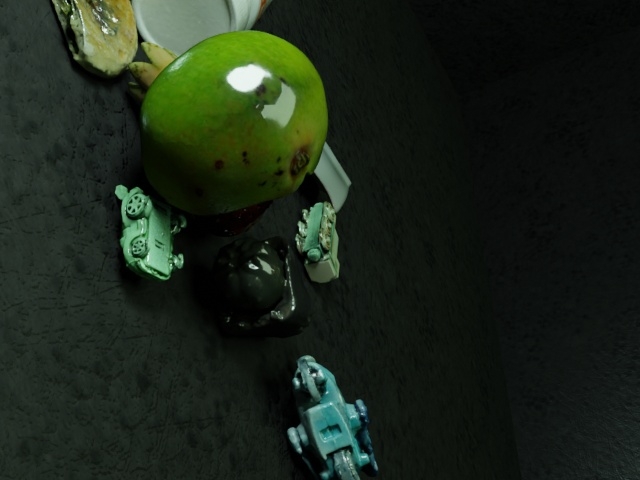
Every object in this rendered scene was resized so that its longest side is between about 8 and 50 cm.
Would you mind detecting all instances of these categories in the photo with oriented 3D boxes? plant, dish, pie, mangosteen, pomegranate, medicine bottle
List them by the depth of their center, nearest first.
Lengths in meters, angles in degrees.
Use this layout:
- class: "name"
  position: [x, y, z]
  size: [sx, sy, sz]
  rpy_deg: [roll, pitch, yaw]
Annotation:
- class: "pomegranate"
  position: [-0.158, -0.217, 1.161]
  size: [0.309, 0.358, 0.216]
  rpy_deg: [-40, 156, -31]
- class: "pie"
  position: [-0.355, -0.365, 1.206]
  size: [0.185, 0.052, 0.218]
  rpy_deg: [-22, 96, -73]
- class: "mangosteen"
  position: [-0.172, -0.092, 1.293]
  size: [0.180, 0.166, 0.166]
  rpy_deg: [38, 30, -7]
- class: "plant"
  position: [-0.104, 0.087, 1.325]
  size: [0.256, 0.141, 0.165]
  rpy_deg: [57, 24, -56]
- class: "medicine bottle"
  position: [-0.202, -0.485, 1.437]
  size: [0.211, 0.211, 0.372]
  rpy_deg: [60, 25, -26]
- class: "dish"
  position: [-0.001, -0.184, 1.774]
  size: [0.212, 0.077, 0.151]
  rpy_deg: [55, 4, -34]

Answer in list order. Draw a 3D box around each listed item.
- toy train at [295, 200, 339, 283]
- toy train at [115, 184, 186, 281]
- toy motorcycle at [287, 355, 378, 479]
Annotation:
- class: "toy train"
  position: [0.000, 0.000, 1.711]
  size: [0.194, 0.080, 0.125]
  rpy_deg: [-81, 156, -52]
- class: "toy train"
  position: [-0.260, -0.013, 1.129]
  size: [0.099, 0.081, 0.149]
  rpy_deg: [35, 48, -55]
- class: "toy motorcycle"
  position: [0.013, 0.336, 1.413]
  size: [0.206, 0.154, 0.260]
  rpy_deg: [88, -20, -88]
